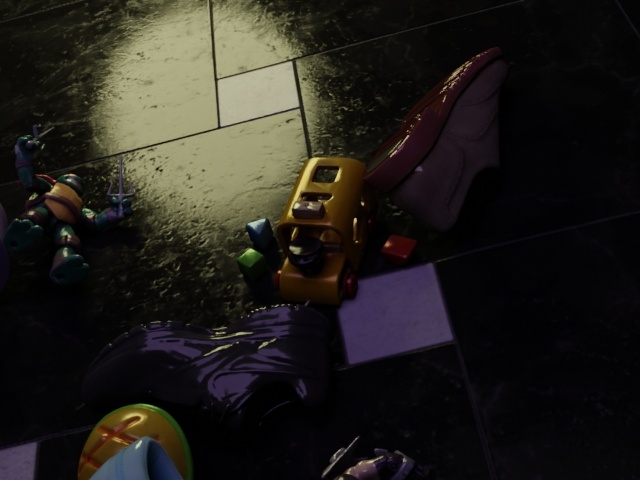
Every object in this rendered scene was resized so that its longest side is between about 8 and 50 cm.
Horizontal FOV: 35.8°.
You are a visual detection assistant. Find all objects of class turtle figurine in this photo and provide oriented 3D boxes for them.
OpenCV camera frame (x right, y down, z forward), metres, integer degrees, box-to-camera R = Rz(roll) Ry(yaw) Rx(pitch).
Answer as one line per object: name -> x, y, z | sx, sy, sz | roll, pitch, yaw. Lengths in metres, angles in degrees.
turtle figurine -> -0.342, -0.048, 1.325 | 0.175, 0.118, 0.234 | 23, 34, -16

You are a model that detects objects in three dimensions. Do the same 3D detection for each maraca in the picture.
maraca -> -0.183, 0.255, 0.988 | 0.127, 0.099, 0.186 | -17, 68, 17

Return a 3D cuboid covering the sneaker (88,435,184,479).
sneaker -> -0.078, 0.301, 0.823 | 0.366, 0.135, 0.150 | 36, 91, 25

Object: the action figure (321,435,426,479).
action figure -> 0.072, 0.274, 0.889 | 0.285, 0.099, 0.185 | 5, 54, 38

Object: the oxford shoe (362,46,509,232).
oxford shoe -> 0.175, -0.130, 1.262 | 0.123, 0.130, 0.348 | -38, 9, 47

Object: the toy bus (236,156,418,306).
toy bus -> -0.002, -0.009, 1.180 | 0.191, 0.104, 0.202 | -30, 45, -12

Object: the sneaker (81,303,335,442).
sneaker -> -0.123, 0.155, 1.064 | 0.286, 0.109, 0.130 | -13, 52, 9

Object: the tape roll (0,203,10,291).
tape roll -> -0.492, 0.010, 1.256 | 0.189, 0.189, 0.080 | -19, 43, -2
